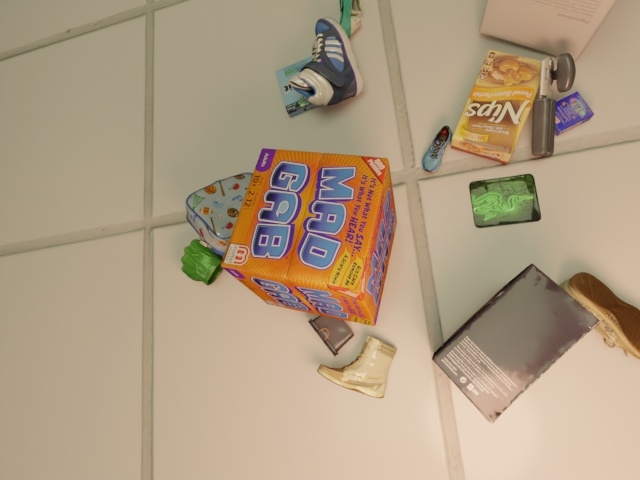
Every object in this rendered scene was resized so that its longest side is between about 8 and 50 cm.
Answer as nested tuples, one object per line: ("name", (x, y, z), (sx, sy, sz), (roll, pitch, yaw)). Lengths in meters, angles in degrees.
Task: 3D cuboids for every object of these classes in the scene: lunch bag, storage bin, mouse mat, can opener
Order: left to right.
("lunch bag", (-0.277, -0.088, 1.364), (0.303, 0.115, 0.243), (-34, 69, -34))
("storage bin", (0.037, 0.275, 1.282), (0.091, 0.098, 0.135), (-39, 71, -6))
("mouse mat", (0.561, -0.121, 1.264), (0.189, 0.007, 0.153), (-7, 76, 15))
("can opener", (0.675, -0.390, 1.200), (0.095, 0.076, 0.283), (7, 101, 51))

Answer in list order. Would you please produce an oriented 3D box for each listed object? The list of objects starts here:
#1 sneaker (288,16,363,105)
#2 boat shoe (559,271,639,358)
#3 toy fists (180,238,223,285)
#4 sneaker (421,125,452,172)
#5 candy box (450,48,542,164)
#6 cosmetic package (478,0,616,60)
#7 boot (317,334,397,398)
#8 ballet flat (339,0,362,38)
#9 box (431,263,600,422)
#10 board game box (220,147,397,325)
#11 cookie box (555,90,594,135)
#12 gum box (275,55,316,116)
("sneaker", (-0.014, -0.612, 1.419), (0.236, 0.130, 0.323), (-21, 81, -21))
("boat shoe", (0.770, 0.207, 1.100), (0.104, 0.089, 0.285), (-33, 72, -21))
("toy fists", (-0.373, 0.015, 1.450), (0.142, 0.096, 0.279), (33, 86, 11))
("sneaker", (0.368, -0.296, 1.320), (0.063, 0.073, 0.162), (23, 85, 19))
("candy box", (0.552, -0.415, 1.288), (0.183, 0.087, 0.316), (22, 84, 18))
("cosmetic package", (0.695, -0.797, 1.162), (0.327, 0.393, 0.329), (26, 85, 15))
("boot", (0.110, 0.356, 1.228), (0.213, 0.077, 0.165), (20, 82, -4))
("ballet flat", (0.107, -0.822, 1.509), (0.087, 0.083, 0.247), (3, 80, 2))
("box", (0.453, 0.249, 1.035), (0.312, 0.343, 0.179), (-44, 70, 2))
("board game box", (0.000, 0.000, 1.175), (0.356, 0.356, 0.356), (9, 69, 17))
("cookie box", (0.744, -0.382, 1.252), (0.107, 0.040, 0.092), (-26, 72, 8))
("gum box", (-0.067, -0.565, 1.519), (0.157, 0.041, 0.184), (-19, 73, 10))
